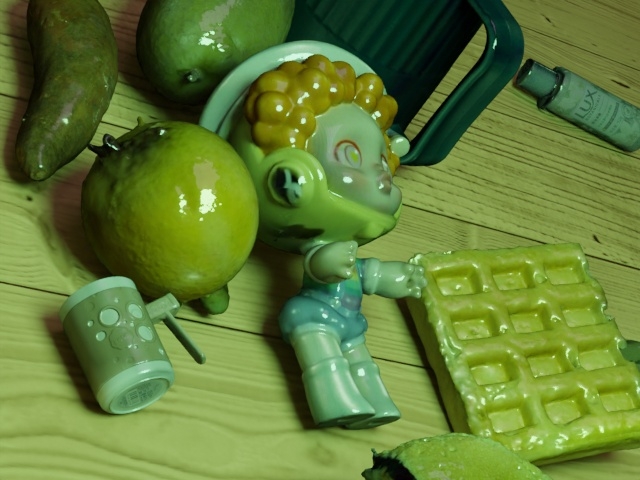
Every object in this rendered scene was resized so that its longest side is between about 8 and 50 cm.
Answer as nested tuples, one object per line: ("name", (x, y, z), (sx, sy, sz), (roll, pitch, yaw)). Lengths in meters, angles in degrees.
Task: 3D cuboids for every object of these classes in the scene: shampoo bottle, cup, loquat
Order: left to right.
("cup", (-0.164, 0.093, 1.145), (0.102, 0.074, 0.099), (10, 45, -54))
("loquat", (-0.135, -0.018, 1.221), (0.149, 0.172, 0.205), (-41, 120, -41))
("cup", (0.075, -0.270, 1.555), (0.242, 0.292, 0.308), (23, 37, -20))
("shampoo bottle", (0.382, -0.199, 1.932), (0.214, 0.072, 0.072), (24, 38, -18))

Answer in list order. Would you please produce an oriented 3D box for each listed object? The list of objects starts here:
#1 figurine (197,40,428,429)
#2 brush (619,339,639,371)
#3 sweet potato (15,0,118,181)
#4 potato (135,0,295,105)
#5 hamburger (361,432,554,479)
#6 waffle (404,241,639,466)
("figurine", (-0.019, -0.004, 1.292), (0.224, 0.205, 0.382), (32, 47, -43))
("brush", (0.299, 0.144, 1.491), (0.301, 0.084, 0.071), (14, 38, -22))
("sweet potato", (-0.252, -0.165, 1.331), (0.097, 0.097, 0.292), (19, 40, -25))
("potato", (-0.117, -0.234, 1.448), (0.159, 0.174, 0.251), (18, 39, -1))
("hamburger", (0.150, 0.296, 1.106), (0.192, 0.168, 0.288), (-9, 56, -44))
("waffle", (0.218, 0.119, 1.400), (0.221, 0.055, 0.248), (-4, 57, -22))
